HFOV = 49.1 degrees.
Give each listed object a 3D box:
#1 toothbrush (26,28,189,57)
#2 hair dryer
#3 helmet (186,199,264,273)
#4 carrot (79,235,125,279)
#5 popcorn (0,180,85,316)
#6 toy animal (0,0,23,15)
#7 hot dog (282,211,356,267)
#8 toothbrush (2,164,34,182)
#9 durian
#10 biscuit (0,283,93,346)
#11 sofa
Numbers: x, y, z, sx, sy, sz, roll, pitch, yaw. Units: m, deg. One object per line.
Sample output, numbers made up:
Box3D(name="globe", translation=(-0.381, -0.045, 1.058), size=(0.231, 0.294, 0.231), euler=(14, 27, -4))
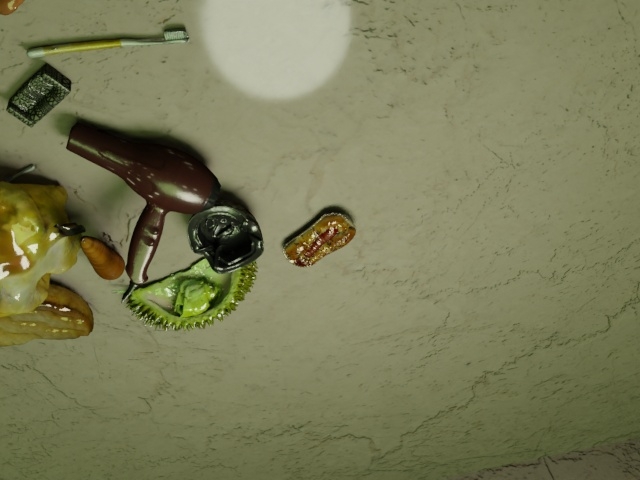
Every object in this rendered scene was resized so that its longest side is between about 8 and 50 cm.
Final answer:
Box3D(name="toothbrush", translation=(-0.381, -0.354, 1.257), size=(0.288, 0.021, 0.024), euler=(-7, 125, -5))
Box3D(name="hair dryer", translation=(-0.394, -0.042, 1.427), size=(0.312, 0.123, 0.340), euler=(18, 98, -19))
Box3D(name="helmet", translation=(-0.210, -0.024, 1.578), size=(0.153, 0.107, 0.177), euler=(-27, 117, 19))
Box3D(name="carrot", translation=(-0.479, 0.034, 1.517), size=(0.069, 0.069, 0.336), euler=(-7, 167, -5))
Box3D(name="popcorn", translation=(-0.644, 0.009, 1.421), size=(0.316, 0.281, 0.297), euler=(-33, 145, -40))
Box3D(name="toy animal", translation=(-0.554, -0.468, 0.956), size=(0.191, 0.216, 0.338), euler=(-37, 129, -11))
Box3D(name="hot dog", translation=(0.000, 0.000, 1.682), size=(0.191, 0.059, 0.108), euler=(-35, 128, 25))
Box3D(name="toothbrush", translation=(-0.640, -0.124, 1.442), size=(0.131, 0.011, 0.013), euler=(-25, 156, 12))
Box3D(name="durian", translation=(-0.311, 0.133, 1.738), size=(0.355, 0.157, 0.169), euler=(-19, 100, 6))
Box3D(name="biscuit", translation=(-0.691, 0.176, 1.681), size=(0.274, 0.091, 0.213), euler=(-1, 138, -10))
Box3D(name="sofa", translation=(-0.523, -0.268, 1.300), size=(0.118, 0.039, 0.060), euler=(-34, 132, 21))
